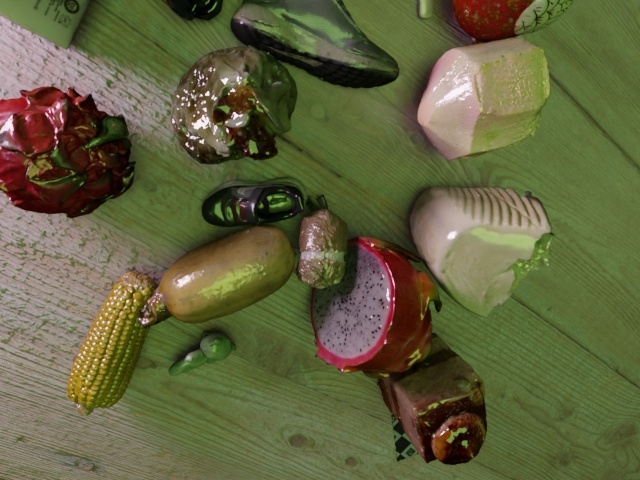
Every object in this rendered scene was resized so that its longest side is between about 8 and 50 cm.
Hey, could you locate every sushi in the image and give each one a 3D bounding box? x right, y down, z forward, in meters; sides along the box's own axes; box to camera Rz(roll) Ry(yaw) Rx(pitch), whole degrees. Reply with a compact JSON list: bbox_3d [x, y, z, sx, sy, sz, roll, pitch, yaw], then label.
[{"bbox_3d":[0.327,0.541,1.185,0.231,0.047,0.219,-14,109,-11],"label":"sushi"}]

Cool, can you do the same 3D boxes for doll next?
[{"bbox_3d":[0.007,-0.003,0.865,0.105,0.115,0.221,6,61,1],"label":"doll"},{"bbox_3d":[-0.275,0.257,0.927,0.150,0.077,0.115,-31,156,1],"label":"doll"}]

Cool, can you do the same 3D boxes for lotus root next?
[{"bbox_3d":[-0.210,0.073,0.833,0.343,0.169,0.151,-22,110,-14],"label":"lotus root"}]

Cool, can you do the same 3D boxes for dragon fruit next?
[{"bbox_3d":[0.136,0.153,0.908,0.226,0.305,0.305,15,101,-33],"label":"dragon fruit"},{"bbox_3d":[-0.469,-0.137,0.710,0.293,0.234,0.234,-20,113,24],"label":"dragon fruit"}]

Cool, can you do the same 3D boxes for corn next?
[{"bbox_3d":[-0.434,0.218,0.851,0.119,0.119,0.322,19,96,-19],"label":"corn"}]

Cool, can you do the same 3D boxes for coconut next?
[{"bbox_3d":[0.323,-0.284,0.849,0.245,0.233,0.233,-20,110,-9],"label":"coconut"}]

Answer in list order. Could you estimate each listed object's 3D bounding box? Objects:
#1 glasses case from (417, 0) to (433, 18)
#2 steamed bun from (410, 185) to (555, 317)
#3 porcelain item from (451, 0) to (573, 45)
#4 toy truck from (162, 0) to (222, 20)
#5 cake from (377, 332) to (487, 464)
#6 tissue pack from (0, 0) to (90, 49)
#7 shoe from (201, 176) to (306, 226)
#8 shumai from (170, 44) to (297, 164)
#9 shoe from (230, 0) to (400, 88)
[{"bbox_3d":[0.223,-0.518,0.863,0.032,0.021,0.083,-9,108,-13],"label":"glasses case"},{"bbox_3d":[0.344,0.028,0.923,0.273,0.290,0.272,5,111,2],"label":"steamed bun"},{"bbox_3d":[0.382,-0.504,0.834,0.253,0.253,0.253,-4,107,-14],"label":"porcelain item"},{"bbox_3d":[-0.229,-0.513,0.692,0.165,0.147,0.224,33,99,3],"label":"toy truck"},{"bbox_3d":[0.277,0.393,1.000,0.196,0.293,0.198,-17,114,-10],"label":"cake"},{"bbox_3d":[-0.456,-0.462,0.649,0.159,0.145,0.229,20,102,-53],"label":"tissue pack"},{"bbox_3d":[-0.132,-0.075,0.848,0.227,0.112,0.099,-12,109,-13],"label":"shoe"},{"bbox_3d":[-0.154,-0.246,0.743,0.256,0.218,0.189,-37,120,-2],"label":"shumai"},{"bbox_3d":[0.009,-0.421,0.789,0.336,0.132,0.171,15,92,-16],"label":"shoe"}]
